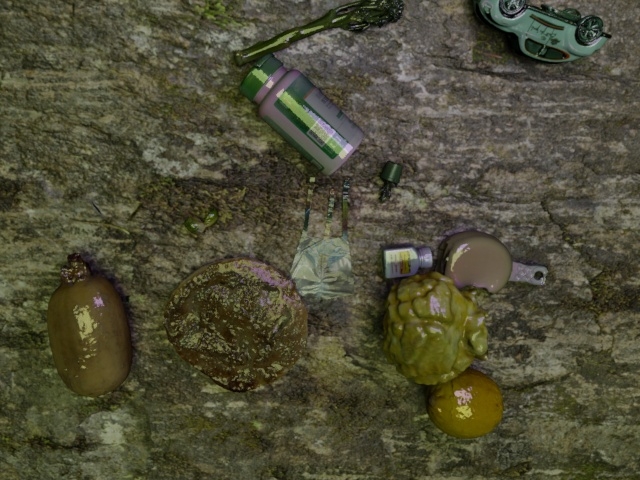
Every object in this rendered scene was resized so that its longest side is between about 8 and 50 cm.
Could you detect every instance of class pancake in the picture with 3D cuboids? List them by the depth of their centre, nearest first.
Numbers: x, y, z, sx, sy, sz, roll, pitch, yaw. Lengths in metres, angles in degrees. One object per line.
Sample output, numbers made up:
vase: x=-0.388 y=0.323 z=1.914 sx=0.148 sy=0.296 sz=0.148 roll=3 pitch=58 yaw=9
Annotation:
pancake: x=-0.196 y=0.207 z=1.170 sx=0.356 sy=0.065 sz=0.356 roll=-1 pitch=103 yaw=-2

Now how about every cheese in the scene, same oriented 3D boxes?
cheese: x=0.427 y=0.069 z=1.175 sx=0.286 sy=0.082 sz=0.163 roll=12 pitch=102 yaw=-7

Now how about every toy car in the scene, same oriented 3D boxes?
toy car: x=0.468 y=-0.467 z=1.043 sx=0.305 sy=0.136 sz=0.125 roll=14 pitch=122 yaw=-6

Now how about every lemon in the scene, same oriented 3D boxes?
lemon: x=0.360 y=0.404 z=1.196 sx=0.193 sy=0.180 sz=0.181 roll=-13 pitch=102 yaw=-1

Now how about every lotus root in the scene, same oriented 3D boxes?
lotus root: x=-0.534 y=0.198 z=1.096 sx=0.169 sy=0.151 sz=0.343 roll=-5 pitch=105 yaw=-3

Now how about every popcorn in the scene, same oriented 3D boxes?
popcorn: x=0.255 y=0.205 z=1.100 sx=0.270 sy=0.224 sz=0.258 roll=42 pitch=127 yaw=-12

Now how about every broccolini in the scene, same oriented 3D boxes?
broccolini: x=-0.002 y=-0.455 z=1.036 sx=0.392 sy=0.074 sz=0.079 roll=-23 pitch=95 yaw=-1

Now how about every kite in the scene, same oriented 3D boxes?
kite: x=0.000 y=0.000 z=1.164 sx=0.169 sy=0.015 sz=0.310 roll=-1 pitch=102 yaw=-3

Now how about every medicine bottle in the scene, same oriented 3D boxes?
medicine bottle: x=-0.043 y=-0.277 z=1.043 sx=0.274 sy=0.133 sz=0.133 roll=40 pitch=96 yaw=-11
medicine bottle: x=0.210 y=0.048 z=1.168 sx=0.117 sy=0.055 sz=0.074 roll=-5 pitch=101 yaw=-3

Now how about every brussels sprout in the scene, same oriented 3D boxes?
brussels sprout: x=-0.276 y=-0.044 z=1.118 sx=0.083 sy=0.046 sz=0.051 roll=-25 pitch=109 yaw=1

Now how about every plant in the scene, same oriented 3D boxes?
plant: x=0.161 y=-0.135 z=1.129 sx=0.051 sy=0.051 sz=0.102 roll=15 pitch=106 yaw=-7
